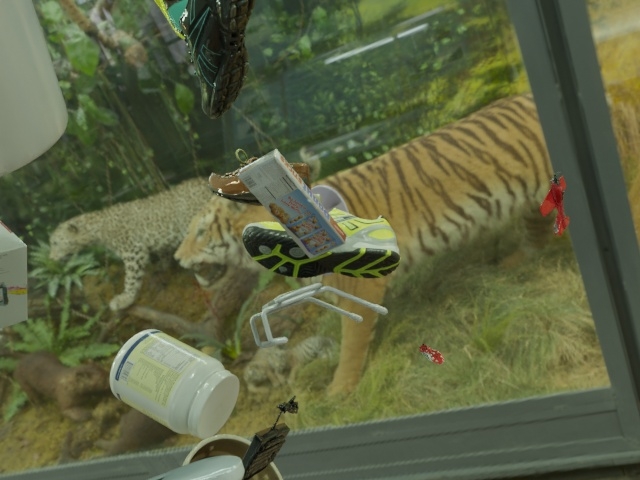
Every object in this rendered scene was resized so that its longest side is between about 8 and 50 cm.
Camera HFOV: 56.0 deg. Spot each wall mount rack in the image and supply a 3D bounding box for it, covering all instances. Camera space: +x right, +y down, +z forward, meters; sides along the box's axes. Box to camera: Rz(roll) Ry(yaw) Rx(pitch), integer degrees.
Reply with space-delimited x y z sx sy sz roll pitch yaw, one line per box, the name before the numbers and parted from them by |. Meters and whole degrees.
wall mount rack | -0.016 0.184 1.539 0.304 0.131 0.350 -17 -7 -17

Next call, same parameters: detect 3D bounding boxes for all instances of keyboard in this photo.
keyboard | -0.111 0.453 1.378 0.202 0.033 0.317 -64 -12 -8

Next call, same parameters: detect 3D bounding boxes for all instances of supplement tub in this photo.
supplement tub | -0.429 0.425 1.785 0.324 0.236 0.235 21 43 22

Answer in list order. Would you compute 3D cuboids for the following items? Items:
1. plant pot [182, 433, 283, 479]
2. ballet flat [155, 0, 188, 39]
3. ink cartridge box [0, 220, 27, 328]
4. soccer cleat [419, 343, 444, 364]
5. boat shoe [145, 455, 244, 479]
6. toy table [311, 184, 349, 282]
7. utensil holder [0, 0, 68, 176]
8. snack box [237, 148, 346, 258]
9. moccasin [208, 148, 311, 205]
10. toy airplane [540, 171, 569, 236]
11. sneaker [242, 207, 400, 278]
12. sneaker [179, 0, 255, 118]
plant pot | -0.301 0.727 1.565 0.305 0.334 0.334 -42 13 30
ballet flat | -0.286 -0.469 1.226 0.077 0.231 0.077 -30 -21 -12
ink cartridge box | -0.650 0.072 1.149 0.128 0.176 0.127 31 30 31
soccer cleat | 0.270 0.278 1.448 0.029 0.036 0.083 -42 35 -15
boat shoe | -0.255 0.465 1.044 0.306 0.105 0.113 -24 -2 11
toy table | 0.000 -0.015 1.760 0.252 0.274 0.161 -11 11 12
utensil holder | -0.538 -0.294 0.768 0.327 0.386 0.328 -2 39 2
snack box | -0.037 -0.047 0.850 0.064 0.178 0.022 -25 35 22
moccasin | -0.179 -0.175 1.688 0.139 0.147 0.380 9 -2 -41
toy airplane | 0.507 -0.073 1.284 0.028 0.151 0.151 8 38 38
sneaker | 0.000 0.000 1.478 0.384 0.145 0.147 7 51 -10
sneaker | -0.181 -0.338 1.029 0.106 0.267 0.101 25 40 11
